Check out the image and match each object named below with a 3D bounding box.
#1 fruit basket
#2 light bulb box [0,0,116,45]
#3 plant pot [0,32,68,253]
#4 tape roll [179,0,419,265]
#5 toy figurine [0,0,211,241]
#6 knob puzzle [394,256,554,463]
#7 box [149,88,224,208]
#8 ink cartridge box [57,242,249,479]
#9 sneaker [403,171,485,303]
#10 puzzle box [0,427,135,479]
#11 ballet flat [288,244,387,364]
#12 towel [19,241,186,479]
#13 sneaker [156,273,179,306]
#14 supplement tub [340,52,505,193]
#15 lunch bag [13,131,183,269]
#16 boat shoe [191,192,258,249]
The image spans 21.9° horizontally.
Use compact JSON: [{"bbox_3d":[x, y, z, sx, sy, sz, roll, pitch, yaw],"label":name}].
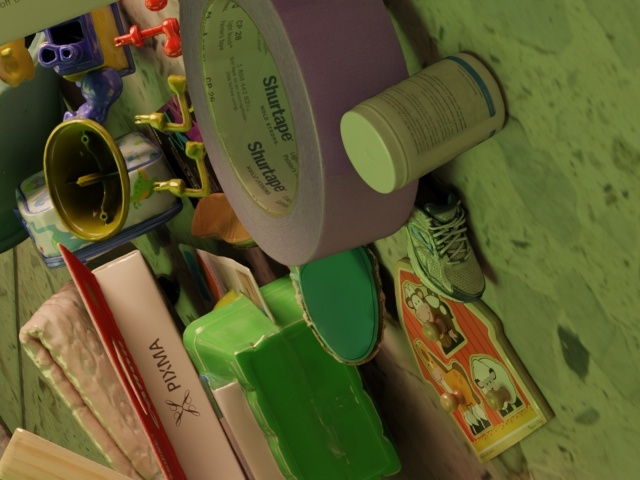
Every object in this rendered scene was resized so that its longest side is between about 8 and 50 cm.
[{"bbox_3d":[-0.057,0.163,1.755,0.327,0.165,0.353,65,161,-11],"label":"fruit basket"},{"bbox_3d":[-0.247,-0.384,1.314,0.358,0.225,0.361,-127,16,-68],"label":"light bulb box"},{"bbox_3d":[-0.446,-0.187,1.940,0.341,0.341,0.334,56,157,13],"label":"plant pot"},{"bbox_3d":[-0.023,-0.121,1.372,0.275,0.090,0.274,49,149,44],"label":"tape roll"},{"bbox_3d":[-0.219,-0.198,1.751,0.217,0.191,0.362,-51,-56,-80],"label":"toy figurine"},{"bbox_3d":[0.115,0.103,1.480,0.213,0.030,0.213,47,155,31],"label":"knob puzzle"},{"bbox_3d":[-0.129,-0.101,1.767,0.116,0.029,0.162,62,159,-2],"label":"box"},{"bbox_3d":[-0.159,0.149,1.725,0.296,0.066,0.261,63,177,17],"label":"ink cartridge box"},{"bbox_3d":[0.095,-0.010,1.361,0.135,0.052,0.058,58,154,7],"label":"sneaker"},{"bbox_3d":[-0.099,0.304,1.596,0.409,0.052,0.272,23,167,9],"label":"puzzle box"},{"bbox_3d":[0.000,0.000,1.567,0.077,0.091,0.241,-49,-64,-81],"label":"ballet flat"},{"bbox_3d":[-0.196,0.168,1.930,0.317,0.053,0.332,55,-164,-8],"label":"towel"},{"bbox_3d":[-0.229,0.074,2.156,0.075,0.057,0.161,48,158,15],"label":"sneaker"},{"bbox_3d":[0.077,-0.088,1.229,0.071,0.107,0.071,47,154,32],"label":"supplement tub"},{"bbox_3d":[-0.254,-0.046,1.868,0.090,0.176,0.219,68,170,-16],"label":"lunch bag"},{"bbox_3d":[-0.075,-0.021,1.710,0.170,0.059,0.063,7,82,64],"label":"boat shoe"}]
